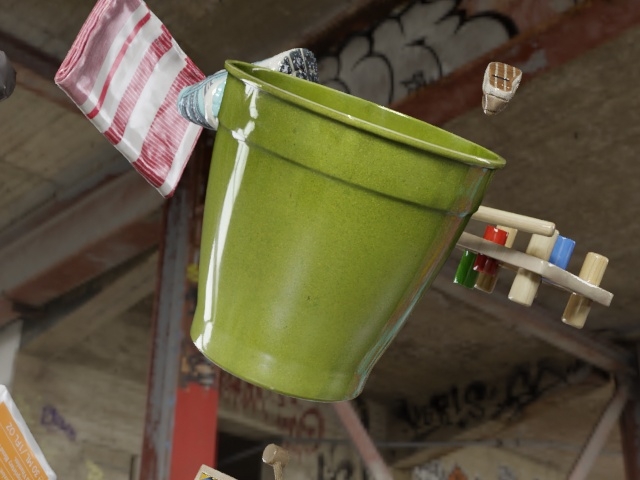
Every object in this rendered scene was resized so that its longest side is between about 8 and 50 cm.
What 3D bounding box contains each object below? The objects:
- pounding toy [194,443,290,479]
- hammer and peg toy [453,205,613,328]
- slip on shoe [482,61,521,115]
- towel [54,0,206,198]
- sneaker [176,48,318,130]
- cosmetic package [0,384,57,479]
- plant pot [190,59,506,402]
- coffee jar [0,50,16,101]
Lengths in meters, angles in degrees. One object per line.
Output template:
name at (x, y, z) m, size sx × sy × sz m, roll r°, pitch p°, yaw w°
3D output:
pounding toy at (-0.133, 0.408, 1.712) m, size 0.094 × 0.206 × 0.181 m, roll 35°, pitch -16°, yaw -28°
hammer and peg toy at (0.280, 0.024, 1.684) m, size 0.266 × 0.127 × 0.361 m, roll 22°, pitch 0°, yaw 40°
slip on shoe at (0.249, -0.211, 1.498) m, size 0.051 × 0.135 × 0.041 m, roll 18°, pitch -61°, yaw 3°
towel at (-0.300, -0.257, 1.843) m, size 0.037 × 0.237 × 0.329 m, roll 4°, pitch -31°, yaw 32°
sneaker at (-0.104, -0.229, 1.612) m, size 0.122 × 0.110 × 0.283 m, roll 8°, pitch 18°, yaw 30°
cosmetic package at (-0.629, 0.452, 1.670) m, size 0.161 × 0.453 × 0.230 m, roll 2°, pitch -51°, yaw 27°
plant pot at (0.000, 0.000, 1.366) m, size 0.366 × 0.353 × 0.366 m, roll 19°, pitch 12°, yaw -4°
coffee jar at (-0.555, -0.223, 1.638) m, size 0.184 × 0.096 × 0.079 m, roll -24°, pitch -65°, yaw 11°
